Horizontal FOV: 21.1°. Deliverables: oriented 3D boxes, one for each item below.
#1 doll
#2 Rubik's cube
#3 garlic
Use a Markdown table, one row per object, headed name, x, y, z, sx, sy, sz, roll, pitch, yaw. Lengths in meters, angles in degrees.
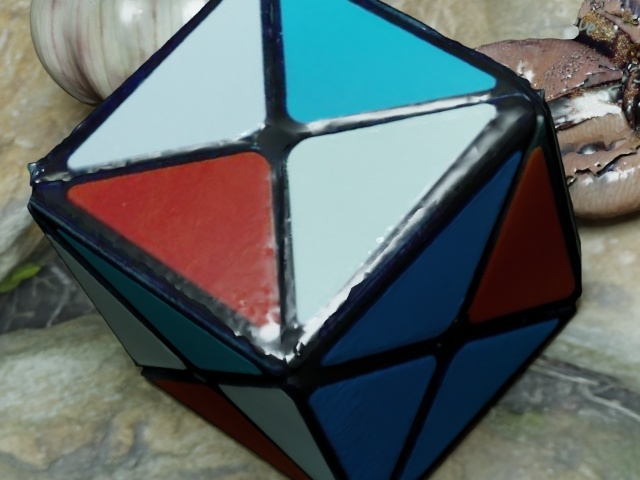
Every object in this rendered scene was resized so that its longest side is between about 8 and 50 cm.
| name | x | y | z | sx | sy | sz | roll | pitch | yaw |
| --- | --- | --- | --- | --- | --- | --- | --- | --- | --- |
| doll | 0.211 | -0.113 | 1.211 | 0.303 | 0.156 | 0.201 | 0 | 64 | 21 |
| Rubik's cube | 0.000 | 0.000 | 1.133 | 0.250 | 0.246 | 0.248 | 32 | 70 | 30 |
| garlic | -0.093 | -0.123 | 1.303 | 0.245 | 0.245 | 0.253 | -3 | 96 | 14 |
